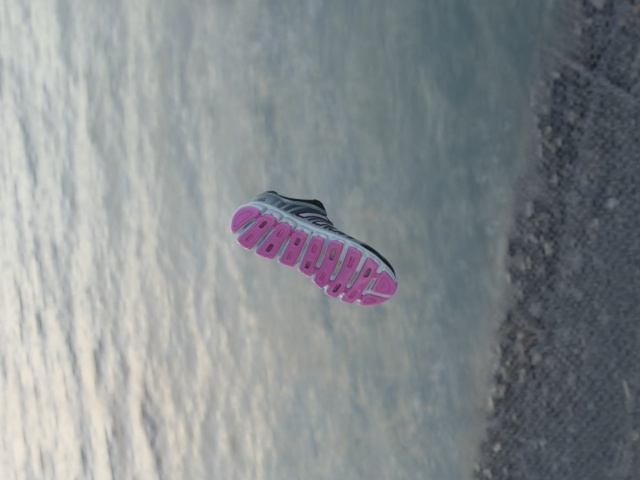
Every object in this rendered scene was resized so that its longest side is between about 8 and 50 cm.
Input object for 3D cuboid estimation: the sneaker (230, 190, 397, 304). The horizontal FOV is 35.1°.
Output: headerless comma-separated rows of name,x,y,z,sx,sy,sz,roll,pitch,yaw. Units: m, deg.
sneaker,0.000,0.000,0.973,0.075,0.170,0.063,-70,6,-59
